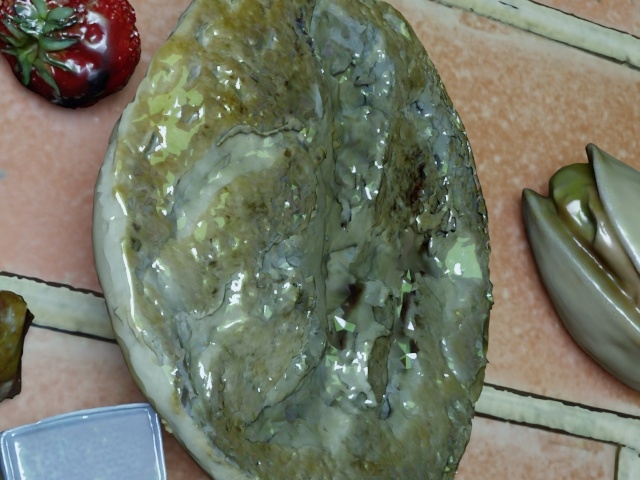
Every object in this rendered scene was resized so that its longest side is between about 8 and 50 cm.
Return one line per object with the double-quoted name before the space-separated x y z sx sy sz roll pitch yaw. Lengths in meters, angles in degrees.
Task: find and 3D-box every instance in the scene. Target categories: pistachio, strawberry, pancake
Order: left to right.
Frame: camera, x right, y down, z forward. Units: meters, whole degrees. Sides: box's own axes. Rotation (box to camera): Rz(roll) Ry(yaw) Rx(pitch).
"strawberry" -0.165 -0.141 0.852 0.106 0.106 0.106 6 75 -24
"pancake" 0.000 0.001 0.847 0.387 0.082 0.387 13 73 -49
"pistachio" 0.247 0.029 0.989 0.144 0.144 0.215 -32 86 -28

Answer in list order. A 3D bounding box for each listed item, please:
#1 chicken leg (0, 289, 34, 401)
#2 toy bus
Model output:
"chicken leg" -0.273 0.144 0.741 0.113 0.093 0.304 55 52 -24
"toy bus" -0.125 0.267 0.744 0.109 0.136 0.330 -7 80 -30
